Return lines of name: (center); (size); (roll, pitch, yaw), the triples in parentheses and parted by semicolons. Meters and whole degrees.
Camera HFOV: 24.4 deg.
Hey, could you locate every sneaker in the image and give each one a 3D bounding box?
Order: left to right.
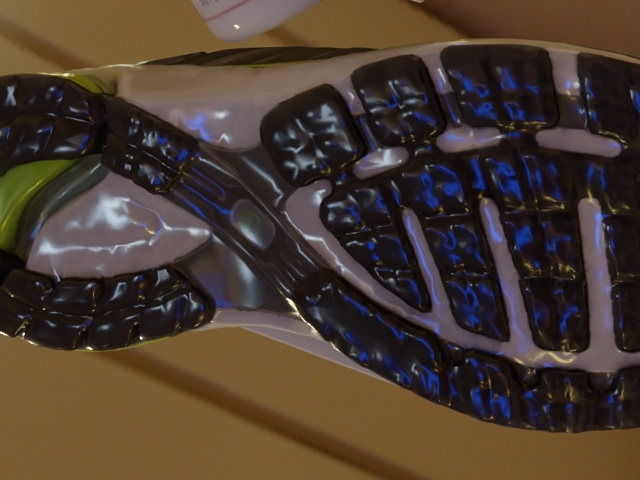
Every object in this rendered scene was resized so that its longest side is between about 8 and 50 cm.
sneaker: (0.022, -0.021, 0.464); (0.121, 0.300, 0.111); (-32, -56, -55)

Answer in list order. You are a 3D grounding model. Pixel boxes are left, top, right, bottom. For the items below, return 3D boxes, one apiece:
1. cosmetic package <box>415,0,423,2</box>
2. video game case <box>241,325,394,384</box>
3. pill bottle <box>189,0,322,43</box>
cosmetic package: (0.028, -0.315, 1.192); (0.151, 0.184, 0.151); (11, -153, -23)
video game case: (0.000, 0.000, 0.810); (0.190, 0.022, 0.173); (22, -146, -16)
pill bottle: (-0.059, -0.249, 0.684); (0.283, 0.161, 0.161); (55, -140, -14)
